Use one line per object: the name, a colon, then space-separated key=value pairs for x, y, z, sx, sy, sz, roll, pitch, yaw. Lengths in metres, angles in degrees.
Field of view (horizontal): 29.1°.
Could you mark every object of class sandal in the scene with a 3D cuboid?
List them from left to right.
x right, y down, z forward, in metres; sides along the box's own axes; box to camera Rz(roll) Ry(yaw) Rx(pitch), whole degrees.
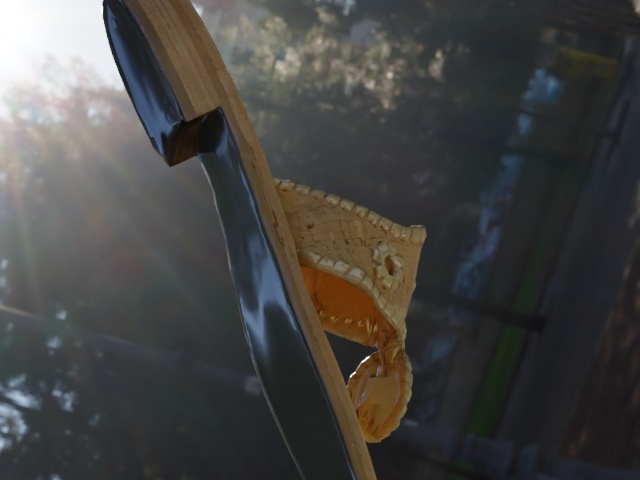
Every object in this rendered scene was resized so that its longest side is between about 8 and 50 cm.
sandal: x=0.002 y=-0.001 z=0.473 sx=0.240 sy=0.079 sz=0.088 roll=65 pitch=161 yaw=1
